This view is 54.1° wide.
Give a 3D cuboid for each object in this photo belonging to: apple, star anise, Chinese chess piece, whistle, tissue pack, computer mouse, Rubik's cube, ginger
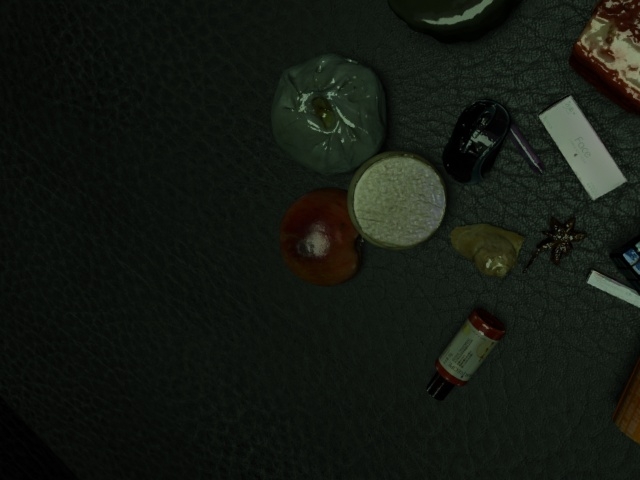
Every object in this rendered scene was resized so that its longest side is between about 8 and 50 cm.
[{"bbox_3d":[0.000,0.000,1.810,0.251,0.163,0.293,7,103,23],"label":"apple"},{"bbox_3d":[0.594,0.018,1.620,0.097,0.070,0.190,40,113,10],"label":"star anise"},{"bbox_3d":[0.206,-0.108,1.697,0.270,0.112,0.270,0,98,3],"label":"Chinese chess piece"},{"bbox_3d":[0.525,-0.244,1.624,0.033,0.033,0.176,-35,84,23],"label":"whistle"},{"bbox_3d":[0.631,-0.229,1.523,0.092,0.148,0.246,-34,87,22],"label":"tissue pack"},{"bbox_3d":[0.396,-0.253,1.628,0.137,0.096,0.233,32,119,19],"label":"computer mouse"},{"bbox_3d":[0.810,0.053,1.448,0.182,0.187,0.184,-37,78,13],"label":"Rubik's cube"},{"bbox_3d":[0.426,0.031,1.669,0.193,0.122,0.115,16,124,25],"label":"ginger"}]

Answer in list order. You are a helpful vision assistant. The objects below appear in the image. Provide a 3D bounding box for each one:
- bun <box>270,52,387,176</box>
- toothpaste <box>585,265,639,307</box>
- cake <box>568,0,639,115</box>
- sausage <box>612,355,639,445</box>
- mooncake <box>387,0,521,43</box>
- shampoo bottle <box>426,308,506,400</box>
[{"bbox_3d":[0.010,-0.346,1.733,0.354,0.194,0.354,3,99,21],"label":"bun"},{"bbox_3d":[0.767,0.128,1.575,0.196,0.047,0.040,27,111,17],"label":"toothpaste"},{"bbox_3d":[0.735,-0.459,1.374,0.270,0.269,0.319,41,110,11],"label":"cake"},{"bbox_3d":[0.858,0.358,1.477,0.233,0.233,0.287,22,107,18],"label":"sausage"},{"bbox_3d":[0.332,-0.675,1.551,0.356,0.194,0.356,2,95,22],"label":"mooncake"},{"bbox_3d":[0.389,0.325,1.731,0.104,0.104,0.278,36,110,14],"label":"shampoo bottle"}]
